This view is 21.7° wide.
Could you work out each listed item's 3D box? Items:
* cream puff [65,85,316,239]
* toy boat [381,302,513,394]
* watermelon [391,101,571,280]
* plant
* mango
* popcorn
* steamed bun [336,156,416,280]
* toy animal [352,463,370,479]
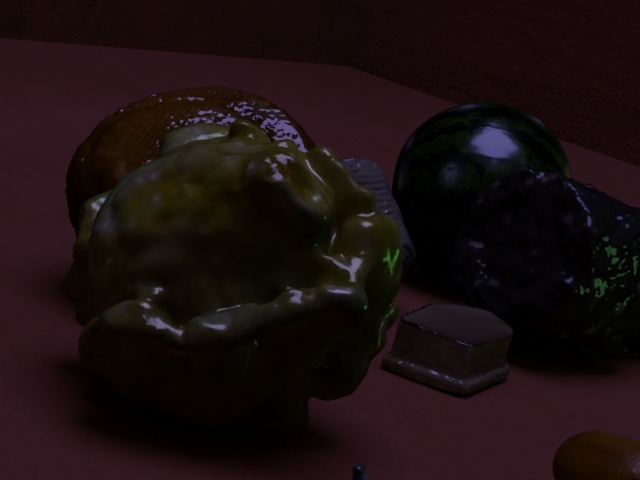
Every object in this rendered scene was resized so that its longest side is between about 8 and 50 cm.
[{"bbox_3d":[-0.133,-0.031,1.880,0.303,0.212,0.303,1,45,-1],"label":"cream puff"},{"bbox_3d":[0.157,0.118,1.905,0.116,0.061,0.188,19,14,23],"label":"toy boat"},{"bbox_3d":[0.217,-0.064,2.285,0.269,0.269,0.269,13,13,-3],"label":"watermelon"},{"bbox_3d":[0.328,0.038,2.091,0.312,0.213,0.215,14,7,-45],"label":"plant"},{"bbox_3d":[0.277,0.222,1.531,0.115,0.090,0.178,16,6,-35],"label":"mango"},{"bbox_3d":[-0.075,0.041,1.553,0.312,0.312,0.312,13,13,-3],"label":"popcorn"},{"bbox_3d":[-0.002,0.000,2.079,0.211,0.144,0.218,-3,53,-38],"label":"steamed bun"},{"bbox_3d":[0.120,0.243,1.336,0.176,0.073,0.217,5,19,-9],"label":"toy animal"}]
